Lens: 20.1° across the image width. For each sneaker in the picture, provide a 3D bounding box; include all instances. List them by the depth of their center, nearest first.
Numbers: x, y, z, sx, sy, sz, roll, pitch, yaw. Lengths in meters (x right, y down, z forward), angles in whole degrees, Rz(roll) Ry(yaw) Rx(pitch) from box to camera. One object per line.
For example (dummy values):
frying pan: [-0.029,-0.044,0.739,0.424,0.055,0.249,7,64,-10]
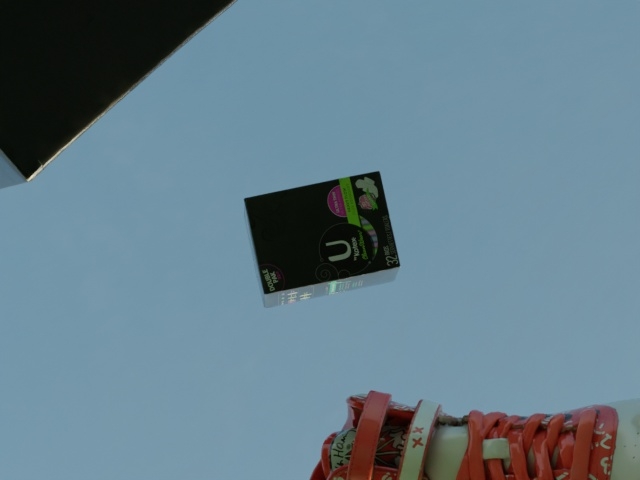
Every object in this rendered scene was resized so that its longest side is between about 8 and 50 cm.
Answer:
sneaker: [0.089,0.122,0.910,0.145,0.270,0.090,25,-119,-16]

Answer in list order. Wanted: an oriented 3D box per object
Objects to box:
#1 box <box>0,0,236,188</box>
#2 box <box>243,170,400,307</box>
box: [-0.169,-0.124,1.135,0.184,0.261,0.103,-46,-77,-14]
box: [0.000,0.000,1.076,0.083,0.052,0.062,-11,-101,-4]
